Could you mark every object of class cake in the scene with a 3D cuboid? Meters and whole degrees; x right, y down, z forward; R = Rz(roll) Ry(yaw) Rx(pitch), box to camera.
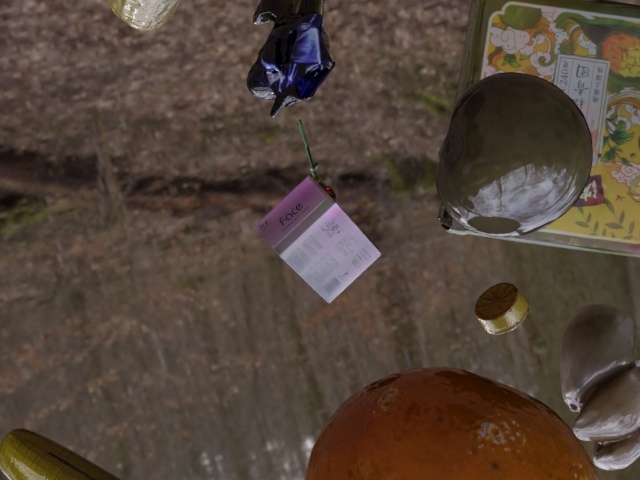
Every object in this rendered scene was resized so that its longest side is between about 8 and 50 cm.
[{"bbox_3d":[0.283,0.107,1.803,0.084,0.044,0.084,-31,-149,21],"label":"cake"}]

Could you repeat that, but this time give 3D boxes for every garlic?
[{"bbox_3d":[0.501,0.244,1.977,0.132,0.279,0.325,-21,169,24],"label":"garlic"}]

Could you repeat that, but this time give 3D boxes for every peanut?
[{"bbox_3d":[-0.321,-0.493,2.145,0.158,0.174,0.340,10,158,-17],"label":"peanut"}]

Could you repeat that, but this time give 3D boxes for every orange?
[{"bbox_3d":[0.191,0.355,1.610,0.424,0.424,0.326,-15,-144,51],"label":"orange"}]

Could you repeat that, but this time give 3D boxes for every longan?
[{"bbox_3d":[0.250,-0.106,1.486,0.196,0.220,0.196,19,163,6],"label":"longan"}]

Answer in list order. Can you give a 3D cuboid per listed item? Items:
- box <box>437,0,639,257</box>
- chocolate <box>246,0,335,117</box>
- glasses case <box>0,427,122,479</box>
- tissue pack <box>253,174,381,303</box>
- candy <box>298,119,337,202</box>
[{"bbox_3d":[0.411,-0.198,1.919,0.373,0.420,0.138,8,-175,-3],"label":"box"},{"bbox_3d":[-0.025,-0.284,1.472,0.148,0.343,0.126,-6,145,26],"label":"chocolate"},{"bbox_3d":[-0.293,0.310,1.422,0.064,0.234,0.079,-52,167,-49],"label":"glasses case"},{"bbox_3d":[0.000,0.000,2.165,0.148,0.092,0.246,-42,146,0],"label":"tissue pack"},{"bbox_3d":[-0.016,-0.148,2.331,0.060,0.201,0.060,-16,-177,1],"label":"candy"}]
